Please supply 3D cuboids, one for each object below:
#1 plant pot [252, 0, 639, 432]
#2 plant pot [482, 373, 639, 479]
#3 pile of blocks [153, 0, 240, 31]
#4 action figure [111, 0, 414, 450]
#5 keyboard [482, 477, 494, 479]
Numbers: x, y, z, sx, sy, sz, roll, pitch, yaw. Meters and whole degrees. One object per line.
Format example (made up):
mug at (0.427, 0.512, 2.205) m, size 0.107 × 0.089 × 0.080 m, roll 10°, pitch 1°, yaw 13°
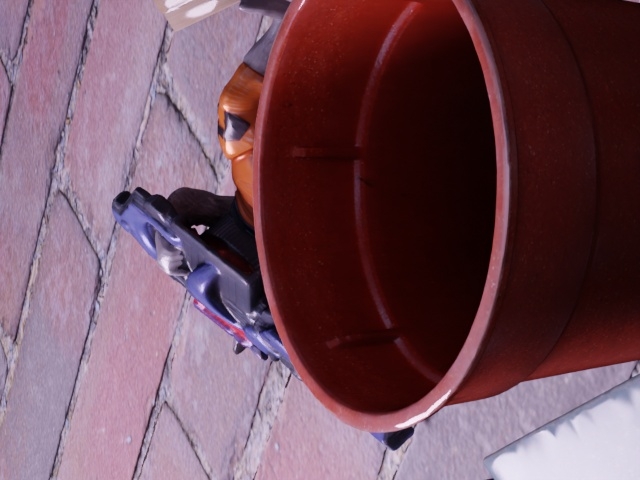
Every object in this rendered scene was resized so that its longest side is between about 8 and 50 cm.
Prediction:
plant pot at (0.138, -0.034, 0.953) m, size 0.272 × 0.265 × 0.272 m, roll 6°, pitch 96°, yaw 61°
plant pot at (0.278, 0.135, 0.747) m, size 0.252 × 0.247 × 0.248 m, roll 63°, pitch 145°, yaw 10°
pile of blocks at (-0.042, -0.345, 1.458) m, size 0.362 × 0.149 × 0.112 m, roll -50°, pitch 5°, yaw 38°
action figure at (0.000, 0.000, 1.375) m, size 0.341 × 0.178 × 0.330 m, roll 43°, pitch 140°, yaw 17°
keyboard at (0.145, 0.322, 1.128) m, size 0.201 × 0.033 × 0.317 m, roll 111°, pitch 150°, yaw -74°
